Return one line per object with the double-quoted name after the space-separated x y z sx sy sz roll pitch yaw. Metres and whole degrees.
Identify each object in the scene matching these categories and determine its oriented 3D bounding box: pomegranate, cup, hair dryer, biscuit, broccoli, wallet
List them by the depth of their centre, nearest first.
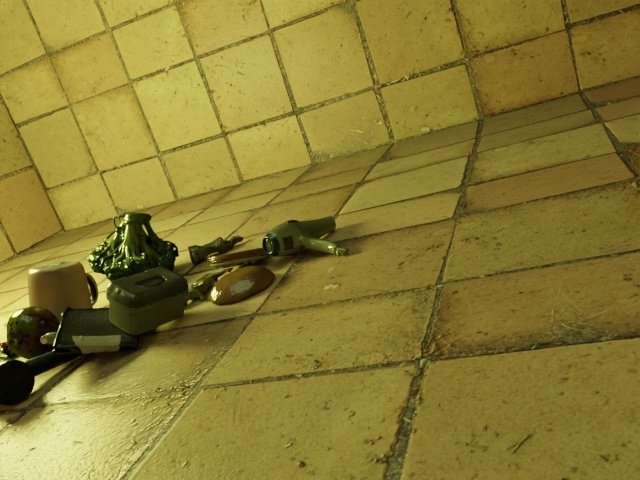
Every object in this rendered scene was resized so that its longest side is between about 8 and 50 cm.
-0.798 0.343 1.661 0.244 0.116 0.302 -2 12 45 "hair dryer"
-0.622 0.255 1.697 0.221 0.071 0.262 2 14 -15 "wallet"
-0.882 0.288 1.831 0.159 0.159 0.205 -36 -5 -46 "pomegranate"
-0.003 -0.014 1.973 0.298 0.118 0.296 6 21 22 "hair dryer"
-0.272 0.060 1.996 0.208 0.049 0.181 -13 0 -37 "biscuit"
-0.851 0.172 2.015 0.192 0.200 0.253 -1 9 25 "cup"
-0.698 0.039 2.205 0.321 0.283 0.304 4 11 13 "broccoli"

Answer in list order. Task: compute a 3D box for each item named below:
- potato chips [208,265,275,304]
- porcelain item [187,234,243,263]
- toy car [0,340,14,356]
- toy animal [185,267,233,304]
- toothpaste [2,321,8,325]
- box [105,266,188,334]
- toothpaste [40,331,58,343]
-0.245 0.124 1.802 0.208 0.061 0.195 -9 20 23 "potato chips"
-0.398 0.024 2.312 0.216 0.069 0.081 -19 11 -18 "porcelain item"
-0.966 0.326 1.950 0.143 0.054 0.073 -29 17 -35 "toy car"
-0.368 0.140 1.890 0.099 0.056 0.241 -7 20 37 "toy animal"
-1.078 0.281 2.251 0.297 0.048 0.075 -14 19 29 "toothpaste"
-0.488 0.168 1.700 0.148 0.129 0.210 22 25 32 "box"
-0.755 0.282 1.803 0.052 0.033 0.218 -15 -4 15 "toothpaste"
